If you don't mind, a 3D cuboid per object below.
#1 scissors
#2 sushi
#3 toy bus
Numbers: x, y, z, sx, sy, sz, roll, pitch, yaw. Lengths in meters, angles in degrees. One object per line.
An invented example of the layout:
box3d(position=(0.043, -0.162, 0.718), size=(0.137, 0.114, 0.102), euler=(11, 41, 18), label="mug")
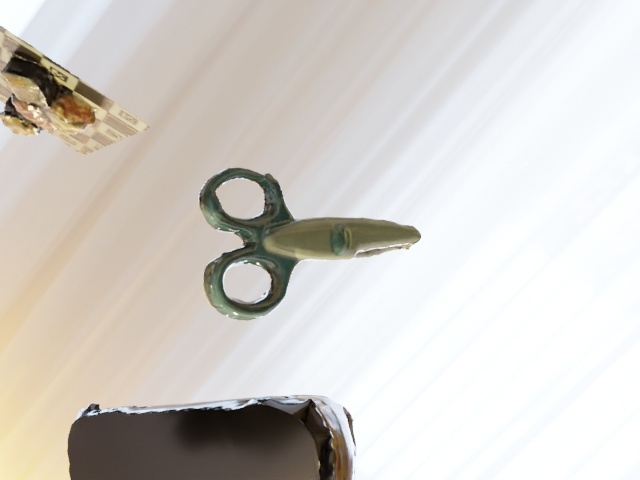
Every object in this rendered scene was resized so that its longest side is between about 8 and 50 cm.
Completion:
box3d(position=(0.000, 0.000, 0.879), size=(0.289, 0.041, 0.138), euler=(-2, -94, -44), label="scissors")
box3d(position=(-0.241, -0.109, 0.778), size=(0.139, 0.031, 0.201), euler=(34, 162, -24), label="sushi")
box3d(position=(-0.127, 0.279, 1.175), size=(0.162, 0.386, 0.171), euler=(3, -101, -63), label="toy bus")
